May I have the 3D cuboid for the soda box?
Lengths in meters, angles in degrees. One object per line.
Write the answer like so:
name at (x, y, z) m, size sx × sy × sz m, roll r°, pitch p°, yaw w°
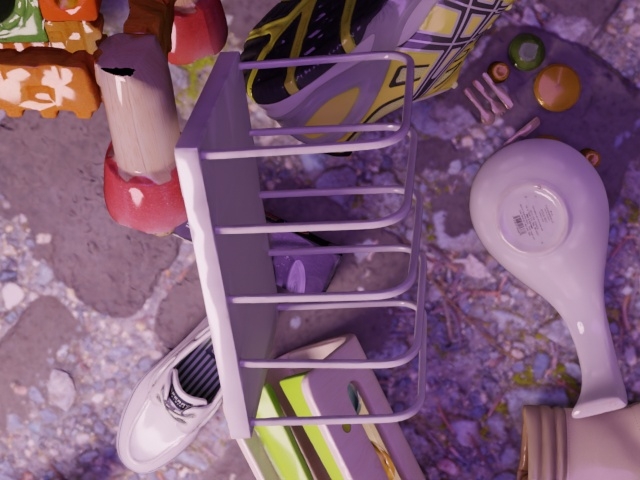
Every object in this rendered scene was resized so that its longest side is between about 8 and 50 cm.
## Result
soda box at (-0.064, 0.001, 1.077) m, size 0.168 × 0.053 × 0.060 m, roll 25°, pitch 97°, yaw -2°

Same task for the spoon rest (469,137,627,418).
spoon rest at (0.238, 0.033, 1.064) m, size 0.137 × 0.084 × 0.277 m, roll -18°, pitch 92°, yaw 24°

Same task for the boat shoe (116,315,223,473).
boat shoe at (-0.139, 0.148, 1.087) m, size 0.083 × 0.076 × 0.226 m, roll 33°, pitch 97°, yaw -3°

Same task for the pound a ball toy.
pound a ball toy at (0.074, 0.250, 1.052) m, size 0.208 × 0.135 × 0.319 m, roll -21°, pitch 99°, yaw 40°

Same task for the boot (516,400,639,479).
boot at (0.302, 0.289, 1.090) m, size 0.203 × 0.095 × 0.262 m, roll -3°, pitch 96°, yaw 1°

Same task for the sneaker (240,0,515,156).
sneaker at (0.106, -0.230, 1.011) m, size 0.384 × 0.145 × 0.147 m, roll -33°, pitch 138°, yaw 9°

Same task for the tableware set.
tableware set at (0.223, -0.126, 1.072) m, size 0.104 × 0.024 × 0.154 m, roll -40°, pitch 94°, yaw 3°

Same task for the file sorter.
file sorter at (0.000, 0.000, 0.907) m, size 0.173 × 0.193 × 0.278 m, roll -2°, pitch 121°, yaw 8°

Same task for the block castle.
block castle at (-0.318, -0.153, 0.926) m, size 0.452 × 0.303 × 0.213 m, roll 0°, pitch 139°, yaw 2°
